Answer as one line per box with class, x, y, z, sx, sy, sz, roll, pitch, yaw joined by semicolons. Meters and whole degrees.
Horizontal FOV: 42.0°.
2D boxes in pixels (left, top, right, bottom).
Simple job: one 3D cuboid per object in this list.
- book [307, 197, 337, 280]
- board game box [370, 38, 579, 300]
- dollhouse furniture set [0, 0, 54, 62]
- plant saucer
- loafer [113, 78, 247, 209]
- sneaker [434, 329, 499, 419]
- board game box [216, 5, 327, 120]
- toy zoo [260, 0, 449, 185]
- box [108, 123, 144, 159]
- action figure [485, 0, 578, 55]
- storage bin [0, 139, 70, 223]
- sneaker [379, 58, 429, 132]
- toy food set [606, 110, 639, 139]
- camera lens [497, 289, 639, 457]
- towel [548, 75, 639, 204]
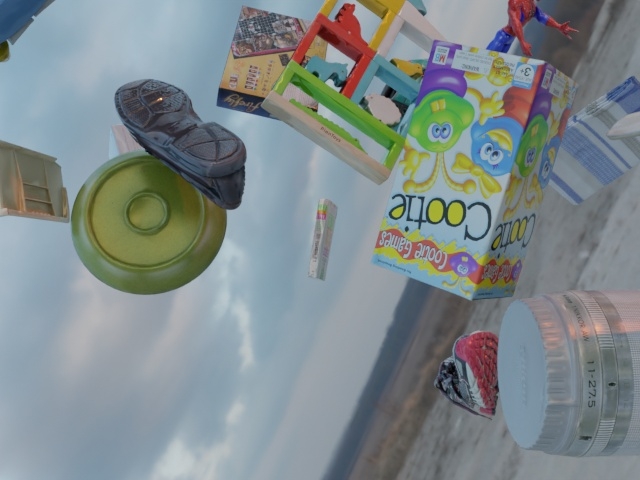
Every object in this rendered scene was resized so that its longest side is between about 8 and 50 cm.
book;0.000;0.000;1.543;0.096;0.035;0.144;38;-120;-81
board game box;0.186;-0.081;1.008;0.142;0.144;0.275;2;-75;-58
dollhouse furniture set;-0.468;-0.445;1.339;0.303;0.286;0.198;-47;-27;1
plant saucer;-0.265;-0.037;1.280;0.241;0.241;0.037;-63;-5;-16
loafer;-0.206;-0.139;1.196;0.109;0.302;0.095;-27;-47;-25
sneaker;0.254;0.239;1.459;0.299;0.112;0.121;66;-144;-62
board game box;-0.076;-0.302;1.426;0.042;0.165;0.243;108;173;-47
toy zoo;0.066;-0.242;1.140;0.293;0.192;0.030;-63;13;-25
box;-0.312;-0.155;1.615;0.091;0.170;0.130;111;144;-51
action figure;0.384;-0.369;1.634;0.091;0.139;0.280;-20;-33;-48
storage bin;-0.599;-0.073;1.409;0.260;0.262;0.123;24;-123;-84
sneaker;0.159;-0.179;1.416;0.124;0.178;0.296;150;126;-71
toy food set;0.470;-0.044;0.842;0.219;0.306;0.092;-8;49;59
camera lens;0.398;0.175;1.113;0.219;0.274;0.219;180;90;-85
towel;0.589;-0.199;1.751;0.285;0.209;0.034;-37;34;31
